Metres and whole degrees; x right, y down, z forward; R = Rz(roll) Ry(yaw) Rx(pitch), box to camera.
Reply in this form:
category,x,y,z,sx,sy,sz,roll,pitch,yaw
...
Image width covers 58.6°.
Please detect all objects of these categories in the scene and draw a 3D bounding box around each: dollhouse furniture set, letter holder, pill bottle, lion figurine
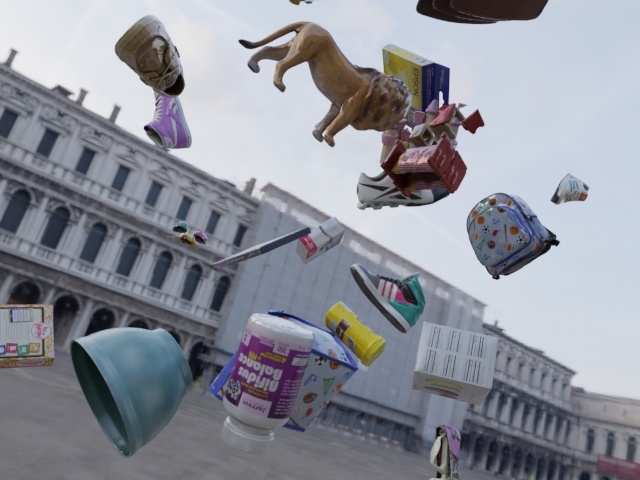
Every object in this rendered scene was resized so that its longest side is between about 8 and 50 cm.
category,x,y,z,sx,sy,sz,roll,pitch,yaw
dollhouse furniture set,0.372,-0.317,1.773,0.201,0.374,0.152,-1,-41,50
letter holder,0.438,-0.653,1.527,0.301,0.152,0.214,-4,-42,-25
pill bottle,-0.135,0.341,1.365,0.169,0.302,0.169,17,-1,0
lion figurine,0.025,-0.374,1.291,0.392,0.240,0.142,45,-3,-23

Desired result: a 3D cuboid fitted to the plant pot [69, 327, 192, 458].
category,x,y,z,sx,sy,sz,roll,pitch,yaw
plant pot,-0.426,0.324,1.334,0.196,0.293,0.293,-24,10,-36

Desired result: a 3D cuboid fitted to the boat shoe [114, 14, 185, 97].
category,x,y,z,sx,sy,sz,roll,pitch,yaw
boat shoe,-0.365,-0.405,1.290,0.110,0.121,0.341,48,0,-6

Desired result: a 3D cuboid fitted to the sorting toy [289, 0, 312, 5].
category,x,y,z,sx,sy,sz,roll,pitch,yaw
sorting toy,-0.084,-0.791,1.807,0.196,0.347,0.047,34,-54,16

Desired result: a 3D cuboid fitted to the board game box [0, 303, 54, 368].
category,x,y,z,sx,sy,sz,roll,pitch,yaw
board game box,-0.730,0.223,1.331,0.193,0.147,0.045,4,-36,-32

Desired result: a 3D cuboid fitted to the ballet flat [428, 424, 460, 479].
category,x,y,z,sx,sy,sz,roll,pitch,yaw
ballet flat,0.290,0.544,1.341,0.079,0.222,0.077,23,-36,-23

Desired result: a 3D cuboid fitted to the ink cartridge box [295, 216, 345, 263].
category,x,y,z,sx,sy,sz,roll,pitch,yaw
ink cartridge box,0.000,0.000,1.874,0.063,0.150,0.109,54,-20,15

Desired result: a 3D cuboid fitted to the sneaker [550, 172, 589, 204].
category,x,y,z,sx,sy,sz,roll,pitch,yaw
sneaker,0.671,-0.129,1.518,0.075,0.161,0.057,31,-53,22

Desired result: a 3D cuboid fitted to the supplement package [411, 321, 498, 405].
category,x,y,z,sx,sy,sz,roll,pitch,yaw
supplement package,0.370,0.347,1.595,0.203,0.149,0.194,11,-27,13

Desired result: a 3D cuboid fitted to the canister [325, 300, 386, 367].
category,x,y,z,sx,sy,sz,roll,pitch,yaw
canister,0.094,0.259,1.583,0.170,0.073,0.126,42,-20,20

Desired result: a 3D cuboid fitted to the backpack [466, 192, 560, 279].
category,x,y,z,sx,sy,sz,roll,pitch,yaw
backpack,0.641,-0.032,2.009,0.213,0.263,0.276,13,-42,-46

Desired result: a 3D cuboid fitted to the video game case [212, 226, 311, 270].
category,x,y,z,sx,sy,sz,roll,pitch,yaw
video game case,-0.181,0.026,1.724,0.196,0.026,0.274,-25,5,-41

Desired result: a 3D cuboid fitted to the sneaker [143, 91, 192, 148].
category,x,y,z,sx,sy,sz,roll,pitch,yaw
sneaker,-0.608,-0.476,2.166,0.161,0.282,0.102,-14,-18,-42

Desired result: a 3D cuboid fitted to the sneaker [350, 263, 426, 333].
category,x,y,z,sx,sy,sz,roll,pitch,yaw
sneaker,0.254,0.154,1.961,0.295,0.178,0.124,48,-14,18

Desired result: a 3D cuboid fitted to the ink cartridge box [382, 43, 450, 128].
category,x,y,z,sx,sy,sz,roll,pitch,yaw
ink cartridge box,0.367,-0.572,2.216,0.307,0.072,0.304,43,-26,40

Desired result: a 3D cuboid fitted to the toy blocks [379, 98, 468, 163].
category,x,y,z,sx,sy,sz,roll,pitch,yaw
toy blocks,0.400,-0.423,2.199,0.288,0.260,0.309,15,24,16

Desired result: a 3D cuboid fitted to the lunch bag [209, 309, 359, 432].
category,x,y,z,sx,sy,sz,roll,pitch,yaw
lunch bag,-0.131,0.420,1.894,0.385,0.328,0.239,27,14,-39

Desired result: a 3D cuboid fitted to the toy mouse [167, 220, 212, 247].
category,x,y,z,sx,sy,sz,roll,pitch,yaw
toy mouse,-0.426,-0.027,1.871,0.161,0.031,0.143,21,-30,0

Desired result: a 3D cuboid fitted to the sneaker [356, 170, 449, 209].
category,x,y,z,sx,sy,sz,roll,pitch,yaw
sneaker,0.285,-0.193,1.934,0.330,0.146,0.122,-6,20,-7
